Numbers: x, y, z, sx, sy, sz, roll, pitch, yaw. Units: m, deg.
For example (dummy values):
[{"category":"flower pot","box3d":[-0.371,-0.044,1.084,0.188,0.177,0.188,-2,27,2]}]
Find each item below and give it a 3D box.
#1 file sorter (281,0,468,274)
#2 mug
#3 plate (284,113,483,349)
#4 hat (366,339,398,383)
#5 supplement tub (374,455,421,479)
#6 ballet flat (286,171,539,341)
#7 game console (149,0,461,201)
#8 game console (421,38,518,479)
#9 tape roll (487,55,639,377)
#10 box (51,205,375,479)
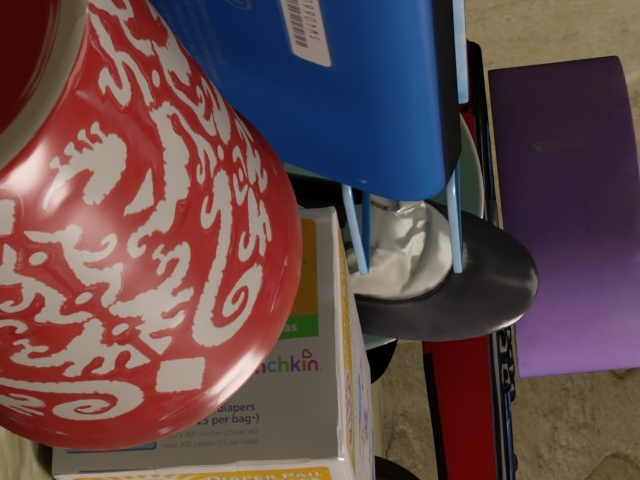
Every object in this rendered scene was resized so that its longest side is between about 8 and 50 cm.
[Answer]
[{"category":"file sorter","box3d":[-0.024,-0.047,0.724,0.118,0.170,0.105,76,14,-65]},{"category":"mug","box3d":[-0.090,-0.027,0.425,0.113,0.150,0.169,-57,163,-9]},{"category":"plate","box3d":[-0.006,-0.029,0.903,0.024,0.188,0.188,127,-38,-66]},{"category":"hat","box3d":[-0.012,0.003,1.080,0.331,0.133,0.331,-5,90,-85]},{"category":"supplement tub","box3d":[0.013,0.210,1.077,0.199,0.144,0.144,29,57,-85]},{"category":"ballet flat","box3d":[0.000,0.000,0.804,0.074,0.203,0.074,13,90,-79]},{"category":"game console","box3d":[-0.055,-0.168,0.492,0.293,0.250,0.173,73,39,-70]},{"category":"game console","box3d":[0.101,0.088,1.089,0.386,0.060,0.342,65,17,-71]},{"category":"tape roll","box3d":[0.149,-0.014,1.043,0.189,0.080,0.189,-6,90,-83]},{"category":"box","box3d":[-0.038,0.073,0.736,0.203,0.114,0.103,79,9,-67]}]
